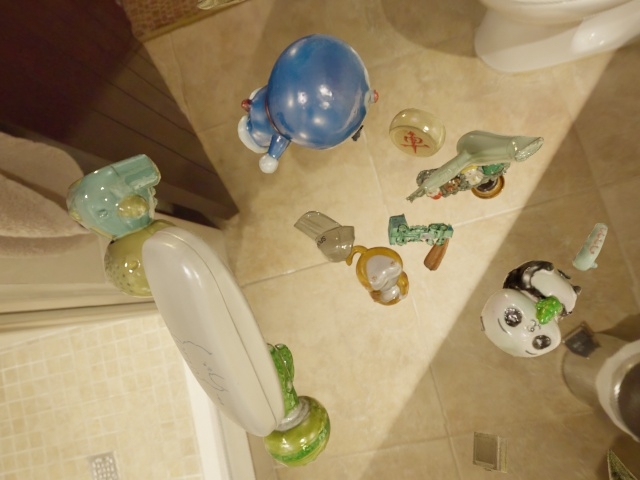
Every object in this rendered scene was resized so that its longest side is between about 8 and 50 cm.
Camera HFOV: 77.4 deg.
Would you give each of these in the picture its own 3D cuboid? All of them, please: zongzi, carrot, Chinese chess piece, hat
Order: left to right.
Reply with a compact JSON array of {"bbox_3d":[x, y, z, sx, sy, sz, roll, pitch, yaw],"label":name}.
[{"bbox_3d":[0.000,0.000,1.144,0.175,0.084,0.147,28,135,-7],"label":"hat"},{"bbox_3d":[0.428,-0.473,1.779,0.251,0.250,0.097,23,75,14],"label":"Chinese chess piece"},{"bbox_3d":[0.489,0.034,1.653,0.072,0.072,0.204,25,132,14],"label":"carrot"},{"bbox_3d":[0.653,0.505,0.840,0.052,0.104,0.113,4,69,-1],"label":"zongzi"}]

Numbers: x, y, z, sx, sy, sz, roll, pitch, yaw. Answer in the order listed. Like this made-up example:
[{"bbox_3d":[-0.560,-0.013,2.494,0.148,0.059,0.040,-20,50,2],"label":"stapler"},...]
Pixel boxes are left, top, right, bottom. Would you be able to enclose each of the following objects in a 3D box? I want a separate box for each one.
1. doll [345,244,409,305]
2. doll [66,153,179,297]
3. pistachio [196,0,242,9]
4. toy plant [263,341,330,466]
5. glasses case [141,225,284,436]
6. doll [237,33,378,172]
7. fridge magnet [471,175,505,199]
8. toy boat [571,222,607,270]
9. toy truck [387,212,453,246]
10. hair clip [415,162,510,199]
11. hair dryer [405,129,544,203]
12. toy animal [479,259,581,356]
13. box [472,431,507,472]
[{"bbox_3d":[0.218,0.130,1.393,0.167,0.269,0.162,-32,41,1],"label":"doll"},{"bbox_3d":[-0.353,-0.012,0.765,0.177,0.162,0.260,-9,112,45],"label":"doll"},{"bbox_3d":[-0.085,-0.384,0.493,0.226,0.136,0.135,-35,78,11],"label":"pistachio"},{"bbox_3d":[-0.102,0.410,1.056,0.185,0.224,0.315,-17,106,21],"label":"toy plant"},{"bbox_3d":[-0.094,0.093,0.369,0.092,0.059,0.233,16,130,39],"label":"glasses case"},{"bbox_3d":[-0.030,-0.212,0.643,0.257,0.161,0.214,6,84,55],"label":"doll"},{"bbox_3d":[0.723,-0.247,1.733,0.143,0.063,0.142,-11,70,30],"label":"fridge magnet"},{"bbox_3d":[1.056,0.033,1.547,0.079,0.134,0.207,32,67,26],"label":"toy boat"},{"bbox_3d":[0.273,-0.032,1.107,0.176,0.067,0.081,-2,40,-1],"label":"toy truck"},{"bbox_3d":[0.477,-0.218,1.382,0.322,0.091,0.138,-22,113,46],"label":"hair clip"},{"bbox_3d":[0.280,-0.140,0.798,0.237,0.206,0.075,-33,107,0],"label":"hair dryer"},{"bbox_3d":[0.590,0.196,1.129,0.213,0.212,0.266,35,66,14],"label":"toy animal"},{"bbox_3d":[0.418,0.523,0.986,0.035,0.079,0.083,21,66,-20],"label":"box"}]
